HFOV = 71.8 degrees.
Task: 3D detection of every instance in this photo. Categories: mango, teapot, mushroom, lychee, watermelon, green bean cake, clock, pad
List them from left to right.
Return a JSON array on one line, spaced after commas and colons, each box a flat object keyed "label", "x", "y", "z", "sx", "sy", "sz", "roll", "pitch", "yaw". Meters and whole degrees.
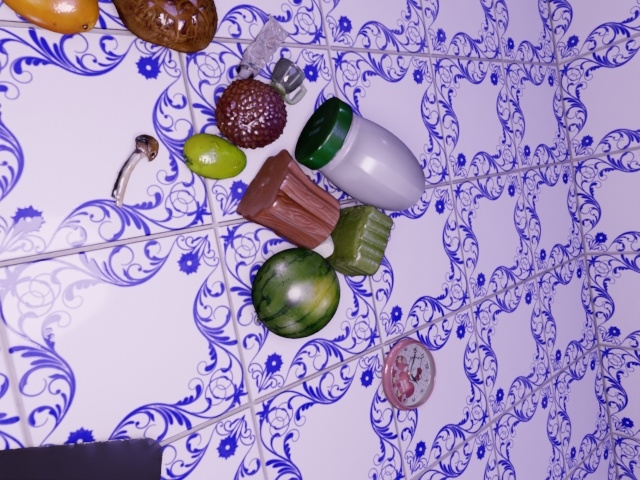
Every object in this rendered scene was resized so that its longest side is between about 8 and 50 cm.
[{"label": "mango", "x": -0.590, "y": -0.528, "z": 0.939, "sx": 0.219, "sy": 0.112, "sz": 0.145, "roll": 19, "pitch": 76, "yaw": -21}, {"label": "pad", "x": -0.543, "y": 0.521, "z": 0.955, "sx": 0.375, "sy": 0.063, "sz": 0.315, "roll": 6, "pitch": 84, "yaw": -24}, {"label": "mushroom", "x": -0.446, "y": -0.168, "z": 1.053, "sx": 0.060, "sy": 0.061, "sz": 0.187, "roll": 30, "pitch": 82, "yaw": -16}, {"label": "mushroom", "x": -0.368, "y": -0.574, "z": 1.072, "sx": 0.253, "sy": 0.153, "sz": 0.253, "roll": 11, "pitch": 71, "yaw": -34}, {"label": "mango", "x": -0.268, "y": -0.216, "z": 1.146, "sx": 0.178, "sy": 0.100, "sz": 0.119, "roll": 2, "pitch": 84, "yaw": -42}, {"label": "lychee", "x": -0.183, "y": -0.323, "z": 1.155, "sx": 0.188, "sy": 0.188, "sz": 0.188, "roll": 2, "pitch": 86, "yaw": -35}, {"label": "teapot", "x": -0.092, "y": -0.458, "z": 1.291, "sx": 0.124, "sy": 0.092, "sz": 0.091, "roll": 36, "pitch": 84, "yaw": -21}, {"label": "watermelon", "x": -0.066, "y": 0.140, "z": 1.182, "sx": 0.242, "sy": 0.242, "sz": 0.242, "roll": 2, "pitch": 86, "yaw": -35}, {"label": "green bean cake", "x": 0.104, "y": 0.000, "z": 1.322, "sx": 0.113, "sy": 0.214, "sz": 0.200, "roll": 25, "pitch": 73, "yaw": -27}, {"label": "clock", "x": 0.306, "y": 0.463, "z": 1.529, "sx": 0.244, "sy": 0.056, "sz": 0.244, "roll": 4, "pitch": 82, "yaw": -34}]

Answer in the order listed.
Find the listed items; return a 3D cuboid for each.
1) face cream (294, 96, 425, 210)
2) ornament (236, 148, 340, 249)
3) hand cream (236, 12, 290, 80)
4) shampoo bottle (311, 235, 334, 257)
[{"label": "face cream", "x": 0.125, "y": -0.237, "z": 1.302, "sx": 0.357, "sy": 0.312, "sz": 0.219, "roll": 28, "pitch": 103, "yaw": -27}, {"label": "ornament", "x": -0.079, "y": -0.092, "z": 1.218, "sx": 0.217, "sy": 0.221, "sz": 0.235, "roll": 34, "pitch": 24, "yaw": -32}, {"label": "hand cream", "x": -0.172, "y": -0.536, "z": 1.263, "sx": 0.084, "sy": 0.050, "sz": 0.257, "roll": 39, "pitch": 60, "yaw": -29}, {"label": "shampoo bottle", "x": 0.000, "y": 0.000, "z": 1.307, "sx": 0.077, "sy": 0.152, "sz": 0.045, "roll": -28, "pitch": 116, "yaw": 11}]
